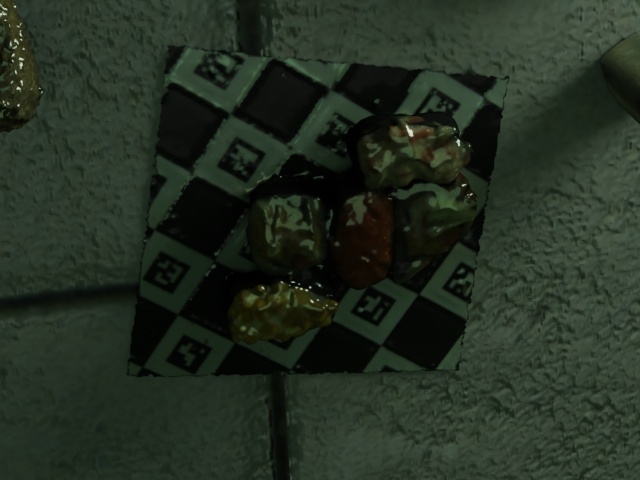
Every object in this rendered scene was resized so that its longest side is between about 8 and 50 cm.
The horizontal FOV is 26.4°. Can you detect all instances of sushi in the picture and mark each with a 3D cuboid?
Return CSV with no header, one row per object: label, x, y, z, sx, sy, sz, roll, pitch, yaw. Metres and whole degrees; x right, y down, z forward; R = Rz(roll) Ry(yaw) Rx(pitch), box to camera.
sushi,0.000,0.000,1.095,0.292,0.059,0.294,2,116,-11

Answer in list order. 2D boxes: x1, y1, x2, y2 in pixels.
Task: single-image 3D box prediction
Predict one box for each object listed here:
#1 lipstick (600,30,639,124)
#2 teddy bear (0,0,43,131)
lipstick,0.281,-0.086,0.996,0.079,0.253,0.077,-32,118,4
teddy bear,-0.274,-0.195,0.897,0.129,0.182,0.251,-55,138,-13
